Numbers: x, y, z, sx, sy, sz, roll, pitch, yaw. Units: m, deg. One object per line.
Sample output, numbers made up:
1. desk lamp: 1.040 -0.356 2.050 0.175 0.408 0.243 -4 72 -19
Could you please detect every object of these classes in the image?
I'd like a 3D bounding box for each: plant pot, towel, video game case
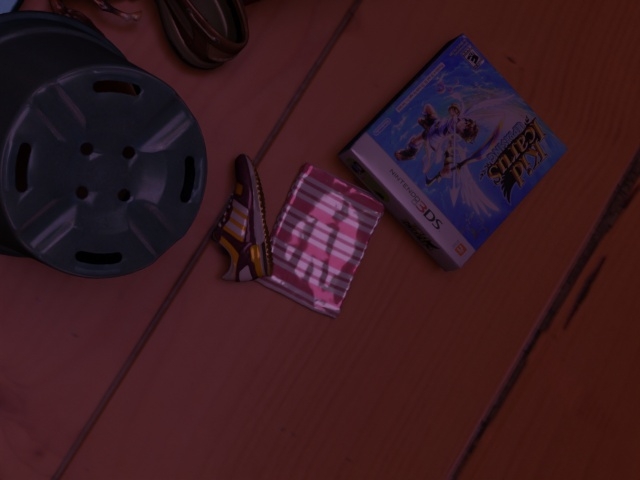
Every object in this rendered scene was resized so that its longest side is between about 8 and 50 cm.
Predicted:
1. plant pot: -0.318 -0.108 1.568 0.341 0.334 0.341 -7 106 -27
2. towel: 0.000 0.000 1.842 0.144 0.029 0.197 25 83 -10
3. video game case: 0.202 -0.132 1.862 0.244 0.061 0.269 47 72 -9

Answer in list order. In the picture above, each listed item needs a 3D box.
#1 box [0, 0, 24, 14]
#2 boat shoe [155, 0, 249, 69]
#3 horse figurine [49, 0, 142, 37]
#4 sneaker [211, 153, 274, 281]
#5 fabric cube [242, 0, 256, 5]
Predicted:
1. box: -0.493 -0.303 1.720 0.100 0.060 0.244 31 82 -10
2. boat shoe: -0.192 -0.396 1.731 0.122 0.120 0.324 -42 111 -31
3. horse figurine: -0.330 -0.405 1.760 0.174 0.066 0.263 11 83 -20
4. sneaker: -0.121 -0.033 1.795 0.084 0.069 0.185 -10 80 3
5. fabric cube: -0.028 -0.508 1.737 0.258 0.254 0.259 -24 93 -12
